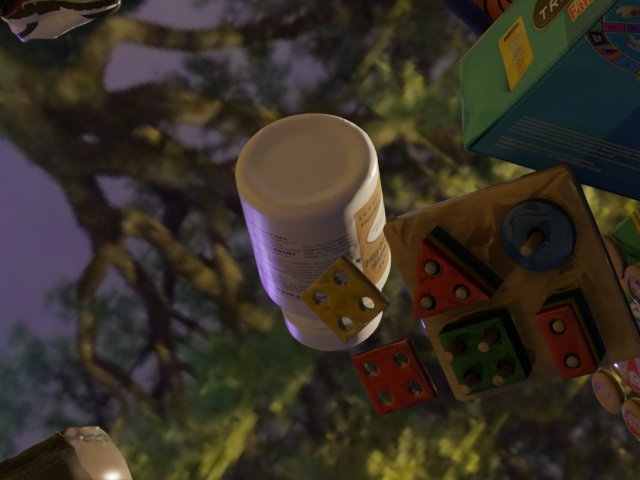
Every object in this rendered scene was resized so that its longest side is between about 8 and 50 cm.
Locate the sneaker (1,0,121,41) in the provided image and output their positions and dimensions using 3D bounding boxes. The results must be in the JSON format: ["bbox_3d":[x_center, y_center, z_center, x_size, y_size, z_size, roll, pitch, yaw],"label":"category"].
[{"bbox_3d":[-0.233,-0.208,1.304,0.043,0.109,0.040,75,9,-57],"label":"sneaker"}]

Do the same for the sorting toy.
[{"bbox_3d":[0.108,0.038,0.908,0.274,0.132,0.046,-18,-168,29],"label":"sorting toy"}]

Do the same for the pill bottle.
[{"bbox_3d":[0.000,0.000,1.377,0.229,0.131,0.131,79,27,-50],"label":"pill bottle"}]

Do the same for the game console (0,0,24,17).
[{"bbox_3d":[-0.139,-0.176,0.603,0.124,0.085,0.144,-60,-161,13],"label":"game console"}]

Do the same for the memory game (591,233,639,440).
[{"bbox_3d":[0.226,0.076,1.073,0.012,0.186,0.186,-26,-170,-17],"label":"memory game"}]

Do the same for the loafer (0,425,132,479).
[{"bbox_3d":[-0.188,0.125,0.533,0.267,0.096,0.084,-31,-112,17],"label":"loafer"}]

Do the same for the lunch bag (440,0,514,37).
[{"bbox_3d":[0.154,-0.345,1.046,0.239,0.385,0.328,-36,-160,40],"label":"lunch bag"}]

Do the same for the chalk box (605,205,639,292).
[{"bbox_3d":[0.336,0.045,1.048,0.132,0.132,0.213,-37,-143,-13],"label":"chalk box"}]

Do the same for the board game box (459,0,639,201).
[{"bbox_3d":[0.278,-0.140,0.854,0.336,0.254,0.079,-47,-144,49],"label":"board game box"}]
